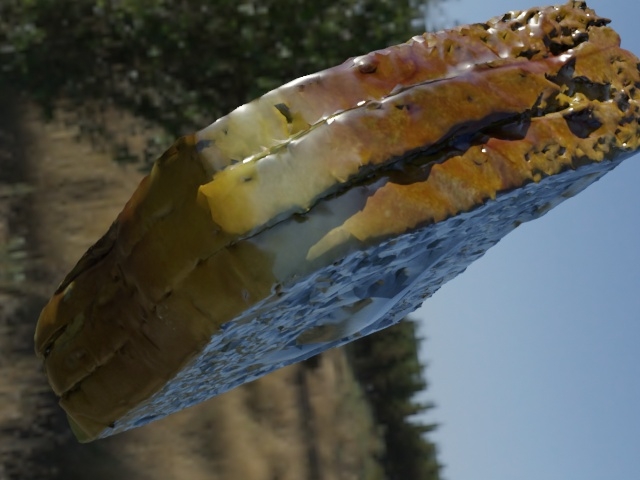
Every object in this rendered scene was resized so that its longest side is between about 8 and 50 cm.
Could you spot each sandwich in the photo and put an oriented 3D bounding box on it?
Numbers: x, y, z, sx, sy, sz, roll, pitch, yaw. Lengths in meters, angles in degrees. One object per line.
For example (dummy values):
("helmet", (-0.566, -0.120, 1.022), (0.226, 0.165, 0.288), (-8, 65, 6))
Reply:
("sandwich", (0.000, 0.000, 0.789), (0.099, 0.271, 0.301), (61, -33, 7))
